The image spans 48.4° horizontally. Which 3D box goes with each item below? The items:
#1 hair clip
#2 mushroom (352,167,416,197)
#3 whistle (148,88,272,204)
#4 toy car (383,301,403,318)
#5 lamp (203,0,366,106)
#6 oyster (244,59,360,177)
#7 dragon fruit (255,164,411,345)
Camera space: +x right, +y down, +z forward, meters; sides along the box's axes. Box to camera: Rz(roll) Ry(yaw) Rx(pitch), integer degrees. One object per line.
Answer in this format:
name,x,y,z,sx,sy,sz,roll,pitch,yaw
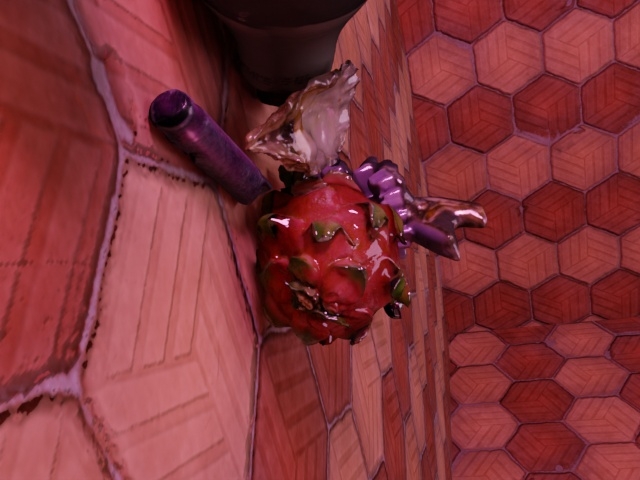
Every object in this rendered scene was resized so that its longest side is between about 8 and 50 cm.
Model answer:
hair clip,0.052,-0.039,0.753,0.292,0.085,0.106,19,-53,55
mushroom,0.087,-0.038,1.050,0.154,0.123,0.154,-4,90,-84
whistle,-0.077,-0.064,0.538,0.176,0.033,0.033,47,38,-69
toy car,0.111,0.071,1.245,0.069,0.055,0.142,75,2,-66
lamp,-0.047,-0.214,0.573,0.314,0.182,0.181,123,-27,-55
oyster,0.000,-0.100,0.624,0.121,0.045,0.146,56,50,-49
dragon fruit,0.002,0.003,0.660,0.236,0.135,0.137,-122,-154,-62
